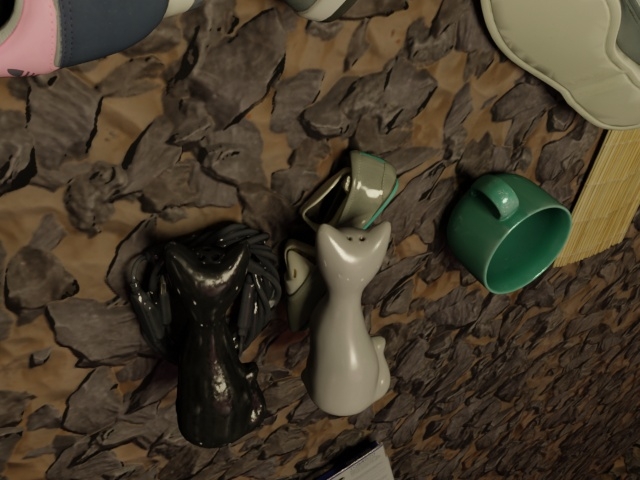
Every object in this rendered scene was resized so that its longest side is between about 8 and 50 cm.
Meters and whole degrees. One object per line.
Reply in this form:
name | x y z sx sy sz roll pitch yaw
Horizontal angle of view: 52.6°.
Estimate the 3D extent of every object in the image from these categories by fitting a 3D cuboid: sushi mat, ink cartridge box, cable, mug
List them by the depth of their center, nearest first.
cable | -0.109 0.059 0.653 0.151 0.047 0.184 -28 136 -20
mug | 0.218 -0.026 0.767 0.130 0.097 0.157 -16 134 -24
sushi mat | 0.429 -0.096 0.918 0.151 0.019 0.316 -17 136 -25
ink cartridge box | 0.019 0.429 1.083 0.223 0.045 0.224 -29 138 -12

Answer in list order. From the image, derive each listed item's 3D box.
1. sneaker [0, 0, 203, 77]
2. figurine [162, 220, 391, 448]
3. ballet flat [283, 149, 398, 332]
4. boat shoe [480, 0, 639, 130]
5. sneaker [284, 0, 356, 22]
sneaker | -0.163 -0.213 0.239 0.131 0.112 0.319 -40 121 -23
figurine | -0.034 0.076 0.603 0.215 0.092 0.209 -9 124 -16
ballet flat | 0.000 0.000 0.668 0.068 0.072 0.213 25 112 -18
boat shoe | 0.258 -0.221 0.643 0.319 0.116 0.099 27 65 -40
sneaker | -0.023 -0.264 0.353 0.179 0.123 0.295 -1 138 -25
